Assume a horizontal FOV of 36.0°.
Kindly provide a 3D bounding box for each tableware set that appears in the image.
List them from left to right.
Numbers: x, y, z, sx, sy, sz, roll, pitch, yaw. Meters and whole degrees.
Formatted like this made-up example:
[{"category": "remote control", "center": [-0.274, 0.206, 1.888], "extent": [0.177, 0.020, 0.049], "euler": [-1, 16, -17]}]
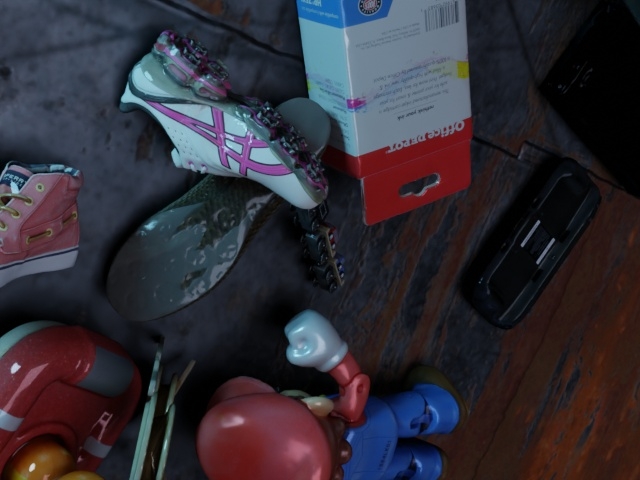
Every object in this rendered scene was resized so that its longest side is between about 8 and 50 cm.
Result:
[{"category": "tableware set", "center": [-0.129, 0.157, 0.812], "extent": [0.039, 0.194, 0.128], "euler": [12, 94, -8]}]

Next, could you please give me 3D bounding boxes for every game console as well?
[{"category": "game console", "center": [0.278, -0.068, 1.099], "extent": [0.213, 0.044, 0.361], "euler": [39, 85, -37]}]

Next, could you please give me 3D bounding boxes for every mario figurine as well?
[{"category": "mario figurine", "center": [-0.001, 0.180, 0.984], "extent": [0.320, 0.170, 0.198], "euler": [9, 67, -47]}]

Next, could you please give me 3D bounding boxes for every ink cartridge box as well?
[{"category": "ink cartridge box", "center": [0.062, -0.145, 0.893], "extent": [0.134, 0.078, 0.231], "euler": [-21, 119, -26]}]

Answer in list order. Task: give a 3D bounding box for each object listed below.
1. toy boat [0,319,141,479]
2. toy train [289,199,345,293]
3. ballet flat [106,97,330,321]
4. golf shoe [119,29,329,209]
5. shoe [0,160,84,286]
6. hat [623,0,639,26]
[{"category": "toy boat", "center": [-0.218, 0.189, 0.778], "extent": [0.231, 0.151, 0.151], "euler": [-56, 145, -2]}, {"category": "toy train", "center": [0.000, 0.000, 0.912], "extent": [0.036, 0.027, 0.158], "euler": [-59, 155, -26]}, {"category": "ballet flat", "center": [-0.086, -0.027, 0.856], "extent": [0.084, 0.058, 0.250], "euler": [43, 83, -6]}, {"category": "golf shoe", "center": [-0.076, -0.083, 0.805], "extent": [0.186, 0.067, 0.086], "euler": [40, 109, -7]}, {"category": "shoe", "center": [-0.236, -0.014, 0.717], "extent": [0.178, 0.063, 0.081], "euler": [-18, 120, -68]}, {"category": "hat", "center": [0.412, -0.270, 1.027], "extent": [0.331, 0.331, 0.134], "euler": [-16, 156, -29]}]
